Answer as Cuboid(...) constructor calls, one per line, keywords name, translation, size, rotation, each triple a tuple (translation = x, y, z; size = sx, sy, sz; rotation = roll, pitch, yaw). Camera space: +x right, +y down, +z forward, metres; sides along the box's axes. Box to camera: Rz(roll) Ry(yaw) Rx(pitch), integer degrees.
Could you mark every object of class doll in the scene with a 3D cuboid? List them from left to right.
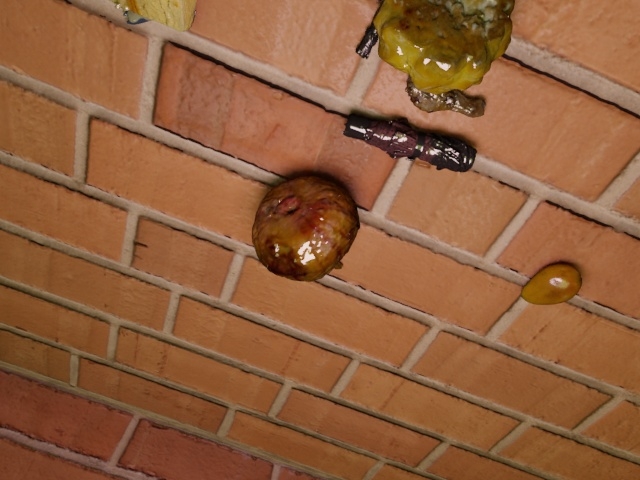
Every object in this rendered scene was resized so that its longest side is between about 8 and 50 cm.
Cuboid(name="doll", translation=(-0.396, -0.521, 1.080), size=(0.125, 0.027, 0.037), rotation=(-7, 118, 15))

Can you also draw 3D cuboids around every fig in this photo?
Cuboid(name="fig", translation=(0.000, 0.000, 1.272), size=(0.287, 0.285, 0.369), rotation=(-19, 148, 22))

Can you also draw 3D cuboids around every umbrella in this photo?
Cuboid(name="umbrella", translation=(0.123, -0.461, 1.020), size=(0.040, 0.037, 0.143), rotation=(30, 127, -5))
Cuboid(name="umbrella", translation=(0.211, -0.233, 1.134), size=(0.327, 0.090, 0.094), rotation=(15, 129, 0))

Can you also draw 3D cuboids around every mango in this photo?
Cuboid(name="mango", translation=(0.643, 0.128, 1.311), size=(0.111, 0.089, 0.163), rotation=(31, 135, 2))

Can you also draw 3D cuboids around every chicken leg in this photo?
Cuboid(name="chicken leg", translation=(0.285, -0.324, 1.077), size=(0.198, 0.069, 0.084), rotation=(16, 103, -9))

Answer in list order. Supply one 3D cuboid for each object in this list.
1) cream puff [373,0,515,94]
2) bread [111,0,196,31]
Cuboid(name="cream puff", translation=(0.243, -0.418, 0.947), size=(0.282, 0.185, 0.281), rotation=(0, 82, 1))
Cuboid(name="bread", translation=(-0.369, -0.597, 0.981), size=(0.264, 0.198, 0.236), rotation=(24, 151, -1))
